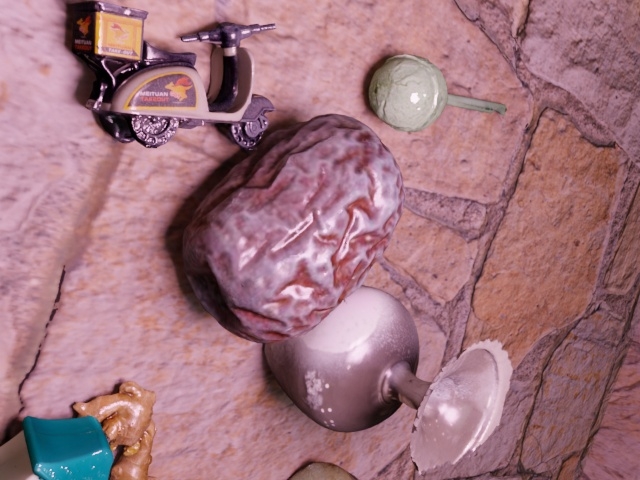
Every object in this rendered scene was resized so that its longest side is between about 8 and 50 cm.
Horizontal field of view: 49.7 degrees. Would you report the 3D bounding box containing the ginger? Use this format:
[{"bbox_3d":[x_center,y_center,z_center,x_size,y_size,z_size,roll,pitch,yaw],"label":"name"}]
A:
[{"bbox_3d":[-0.255,0.276,0.907,0.193,0.052,0.176,31,88,-47],"label":"ginger"}]

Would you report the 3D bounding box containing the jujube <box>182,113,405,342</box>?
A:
[{"bbox_3d":[-0.027,-0.021,0.904,0.317,0.226,0.226,-44,133,-21],"label":"jujube"}]

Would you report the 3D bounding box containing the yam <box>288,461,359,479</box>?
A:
[{"bbox_3d":[0.047,0.519,1.254,0.161,0.161,0.268,-54,139,-16],"label":"yam"}]

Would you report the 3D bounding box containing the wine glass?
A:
[{"bbox_3d":[0.082,0.187,1.026,0.238,0.323,0.238,-22,123,-39],"label":"wine glass"}]

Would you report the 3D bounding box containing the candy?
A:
[{"bbox_3d":[0.229,-0.244,1.189,0.440,0.119,0.119,-10,113,-52],"label":"candy"}]

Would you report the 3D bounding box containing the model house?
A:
[{"bbox_3d":[-0.306,0.274,0.786,0.149,0.100,0.127,-38,125,-14],"label":"model house"}]

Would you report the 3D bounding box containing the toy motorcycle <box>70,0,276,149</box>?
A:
[{"bbox_3d":[-0.152,-0.184,0.801,0.263,0.091,0.157,-8,108,-46],"label":"toy motorcycle"}]
